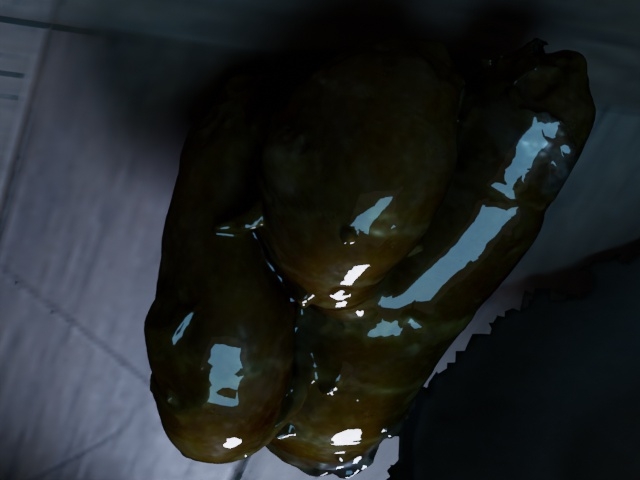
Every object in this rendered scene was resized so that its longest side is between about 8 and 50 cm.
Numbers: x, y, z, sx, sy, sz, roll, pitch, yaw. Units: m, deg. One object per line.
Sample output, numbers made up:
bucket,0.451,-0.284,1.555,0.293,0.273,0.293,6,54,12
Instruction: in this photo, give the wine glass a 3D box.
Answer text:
wine glass,0.146,0.167,0.557,0.191,0.190,0.357,-17,133,1

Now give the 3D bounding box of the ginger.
ginger,0.000,0.000,0.420,0.103,0.073,0.162,6,128,-41
